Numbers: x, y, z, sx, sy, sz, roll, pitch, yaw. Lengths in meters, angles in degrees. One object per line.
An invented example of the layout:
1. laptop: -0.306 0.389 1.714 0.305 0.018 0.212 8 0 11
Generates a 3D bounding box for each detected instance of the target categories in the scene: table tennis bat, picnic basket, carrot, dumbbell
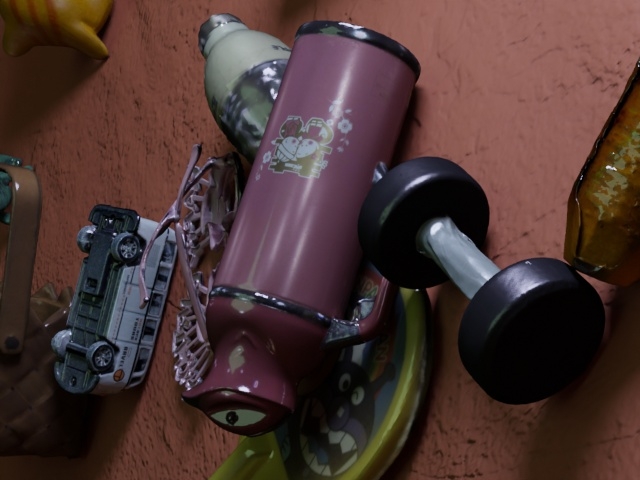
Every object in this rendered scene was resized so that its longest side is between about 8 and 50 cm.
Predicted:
1. table tennis bat: -0.031 0.158 1.139 0.369 0.054 0.224 -52 37 23
2. picnic basket: -0.384 0.070 1.468 0.254 0.291 0.321 15 97 56
3. carrot: 0.229 -0.094 0.860 0.070 0.070 0.260 40 107 54
4. dumbbell: 0.108 0.024 0.952 0.100 0.100 0.191 -62 35 17

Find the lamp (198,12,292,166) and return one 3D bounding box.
1. lamp: -0.045 -0.121 1.241 0.101 0.101 0.250 -55 50 26

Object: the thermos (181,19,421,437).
1. thermos: -0.004 0.001 1.092 0.109 0.136 0.330 137 152 -75

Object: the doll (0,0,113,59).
1. doll: -0.323 -0.370 1.689 0.166 0.162 0.270 1 69 24

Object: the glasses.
1. glasses: -0.132 0.024 1.307 0.162 0.095 0.256 130 146 -61

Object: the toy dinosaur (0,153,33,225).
1. toy dinosaur: -0.440 -0.082 1.816 0.292 0.120 0.079 -100 24 -71

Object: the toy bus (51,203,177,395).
1. toy bus: -0.207 0.065 1.394 0.087 0.089 0.194 10 85 47
